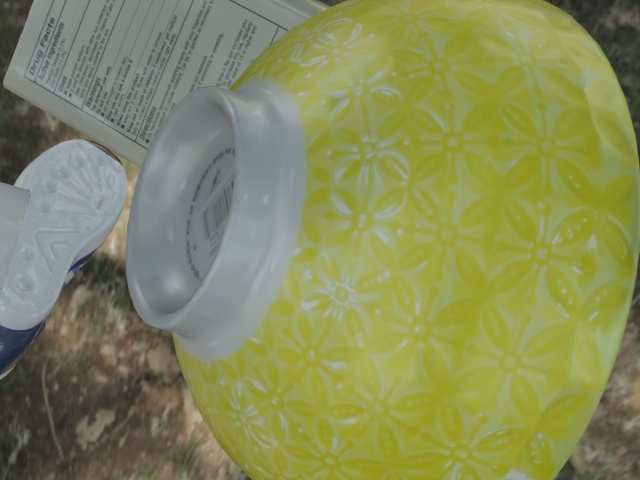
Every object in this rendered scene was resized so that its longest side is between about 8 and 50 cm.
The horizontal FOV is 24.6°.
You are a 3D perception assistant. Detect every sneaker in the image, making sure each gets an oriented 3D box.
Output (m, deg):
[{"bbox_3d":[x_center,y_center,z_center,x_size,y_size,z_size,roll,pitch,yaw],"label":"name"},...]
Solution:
[{"bbox_3d":[-0.370,0.038,1.799,0.130,0.236,0.322,34,42,-13],"label":"sneaker"}]

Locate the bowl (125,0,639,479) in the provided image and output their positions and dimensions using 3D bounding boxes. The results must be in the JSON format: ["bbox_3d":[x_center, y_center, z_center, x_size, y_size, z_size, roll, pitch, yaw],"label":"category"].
[{"bbox_3d":[0.000,0.000,0.712,0.156,0.289,0.289,14,61,-30],"label":"bowl"}]

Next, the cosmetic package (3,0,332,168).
[{"bbox_3d":[-0.062,-0.113,1.072,0.309,0.113,0.160,32,107,21],"label":"cosmetic package"}]

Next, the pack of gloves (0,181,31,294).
[{"bbox_3d":[-0.320,0.024,0.926,0.232,0.046,0.195,17,78,-14],"label":"pack of gloves"}]
